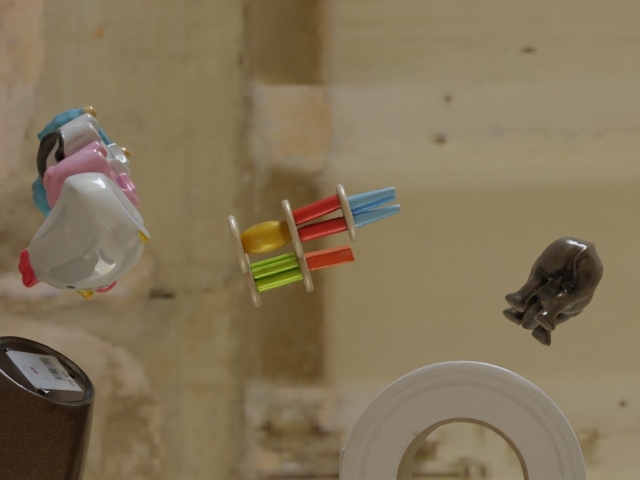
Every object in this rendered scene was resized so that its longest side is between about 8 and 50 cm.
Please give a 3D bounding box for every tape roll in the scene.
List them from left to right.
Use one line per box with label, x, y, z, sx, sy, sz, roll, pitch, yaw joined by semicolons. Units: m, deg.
tape roll;0.147;0.245;1.757;0.169;0.246;0.246;36;53;-83

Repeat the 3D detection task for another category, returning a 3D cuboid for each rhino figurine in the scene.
rhino figurine;0.254;0.056;1.866;0.106;0.073;0.243;-50;171;-6

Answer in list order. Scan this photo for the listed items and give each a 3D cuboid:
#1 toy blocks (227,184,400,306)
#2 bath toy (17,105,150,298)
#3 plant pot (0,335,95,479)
toy blocks;0.000;0.000;1.530;0.123;0.148;0.054;75;-1;-62
bath toy;-0.244;-0.024;1.751;0.151;0.129;0.348;53;2;-18
plant pot;-0.303;0.210;1.570;0.230;0.215;0.215;-60;-169;15
